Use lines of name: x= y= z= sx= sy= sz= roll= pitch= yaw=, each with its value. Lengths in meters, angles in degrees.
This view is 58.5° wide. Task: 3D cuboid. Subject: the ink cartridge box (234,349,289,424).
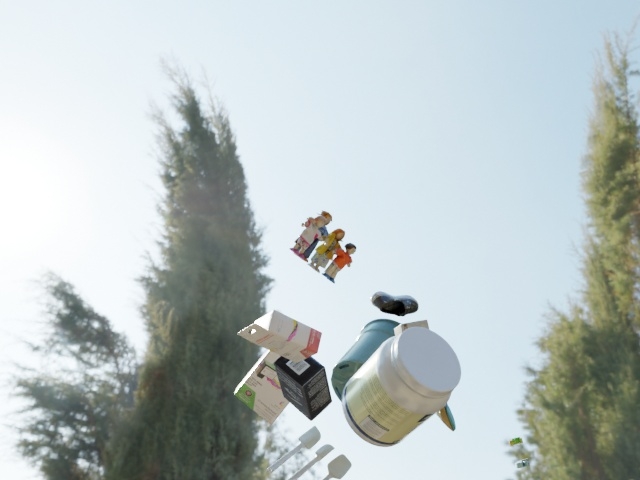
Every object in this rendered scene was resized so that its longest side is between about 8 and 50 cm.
ink cartridge box: x=-0.187 y=0.573 z=2.351 sx=0.201 sy=0.278 sz=0.117 roll=39 pitch=-2 yaw=-1

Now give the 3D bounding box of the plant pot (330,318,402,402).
plant pot: x=0.234 y=0.564 z=2.517 sx=0.341 sy=0.334 sz=0.341 roll=13 pitch=-66 yaw=31

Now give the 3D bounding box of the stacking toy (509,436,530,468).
stacking toy: x=0.698 y=0.774 z=1.986 sx=0.052 sy=0.167 sz=0.221 roll=-19 pitch=-24 yaw=14

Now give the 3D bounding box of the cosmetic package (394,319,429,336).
cosmetic package: x=0.331 y=0.358 z=2.042 sx=0.107 sy=0.127 sz=0.238 roll=-10 pitch=-11 yaw=-3

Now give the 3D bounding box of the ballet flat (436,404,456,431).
ballet flat: x=0.550 y=0.755 z=2.602 sx=0.073 sy=0.232 sz=0.080 roll=-20 pitch=-12 yaw=24

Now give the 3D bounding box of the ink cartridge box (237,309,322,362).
ink cartridge box: x=-0.111 y=0.253 z=1.549 sx=0.198 sy=0.067 sz=0.115 roll=29 pitch=-37 yaw=-21

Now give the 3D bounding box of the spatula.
spatula: x=-0.029 y=0.646 z=1.636 sx=0.168 sy=0.242 sz=0.019 roll=45 pitch=-56 yaw=19

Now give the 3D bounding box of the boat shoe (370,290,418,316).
boat shoe: x=0.276 y=0.234 z=2.023 sx=0.228 sy=0.076 sz=0.080 roll=20 pitch=-69 yaw=-39

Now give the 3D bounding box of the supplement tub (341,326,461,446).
supplement tub: x=0.226 y=0.417 z=1.632 sx=0.235 sy=0.235 sz=0.325 roll=19 pitch=-48 yaw=-16

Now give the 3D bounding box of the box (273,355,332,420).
box: x=-0.058 y=0.486 z=1.954 sx=0.153 sy=0.108 sz=0.207 roll=31 pitch=-35 yaw=37

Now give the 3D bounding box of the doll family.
doll family: x=0.000 y=0.000 z=1.744 sx=0.118 sy=0.163 sz=0.263 roll=30 pitch=-8 yaw=47
